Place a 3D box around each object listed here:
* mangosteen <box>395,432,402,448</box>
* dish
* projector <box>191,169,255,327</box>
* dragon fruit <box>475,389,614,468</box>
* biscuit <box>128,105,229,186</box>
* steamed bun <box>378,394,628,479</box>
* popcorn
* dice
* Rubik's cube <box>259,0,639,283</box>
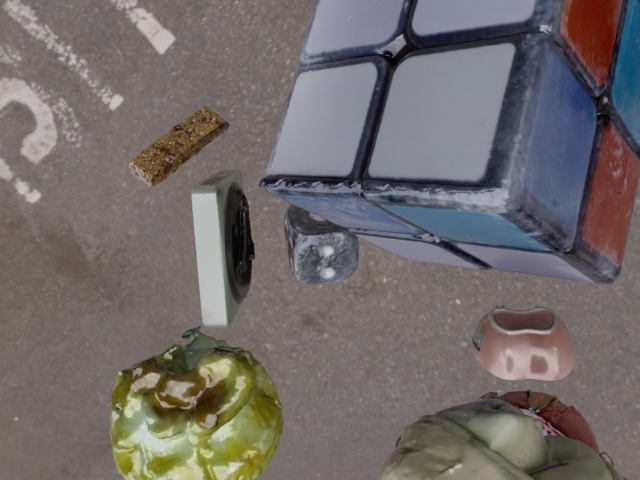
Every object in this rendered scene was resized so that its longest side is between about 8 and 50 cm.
[{"bbox_3d":[0.279,0.576,1.641,0.140,0.140,0.140,8,128,10],"label":"mangosteen"},{"bbox_3d":[0.418,0.195,1.234,0.213,0.213,0.090,0,114,15],"label":"dish"},{"bbox_3d":[-0.176,0.005,1.142,0.079,0.257,0.259,-2,103,3],"label":"projector"},{"bbox_3d":[0.340,0.309,0.914,0.218,0.148,0.223,37,132,29],"label":"dragon fruit"},{"bbox_3d":[-0.245,-0.168,1.044,0.064,0.199,0.034,36,146,13],"label":"biscuit"},{"bbox_3d":[0.203,0.274,0.642,0.280,0.207,0.268,-2,168,24],"label":"steamed bun"},{"bbox_3d":[-0.129,0.176,0.631,0.198,0.198,0.212,20,145,0],"label":"popcorn"},{"bbox_3d":[0.000,0.000,1.609,0.182,0.182,0.183,-7,130,-7],"label":"dice"},{"bbox_3d":[0.170,-0.146,0.692,0.316,0.313,0.318,8,169,42],"label":"Rubik's cube"}]
